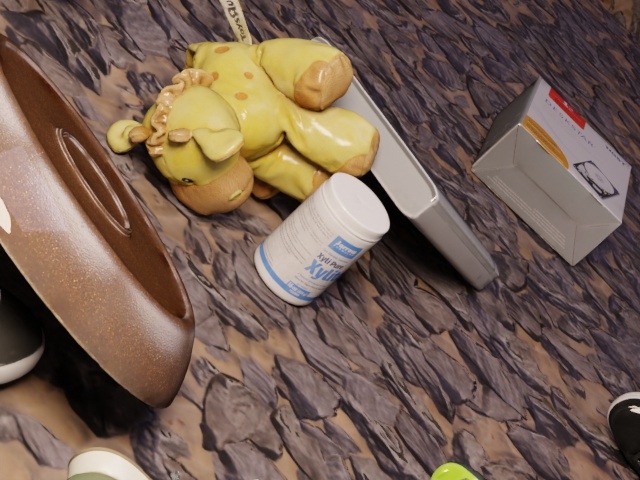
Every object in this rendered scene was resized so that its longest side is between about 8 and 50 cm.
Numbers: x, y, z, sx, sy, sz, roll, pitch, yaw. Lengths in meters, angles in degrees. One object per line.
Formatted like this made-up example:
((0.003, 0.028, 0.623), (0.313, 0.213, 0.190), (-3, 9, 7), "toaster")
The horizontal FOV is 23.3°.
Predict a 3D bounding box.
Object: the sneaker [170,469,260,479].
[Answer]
((-0.073, 0.175, 1.039), (0.069, 0.038, 0.098), (43, 24, -8), "sneaker")

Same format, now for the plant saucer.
((-0.170, -0.028, 1.049), (0.310, 0.050, 0.310), (57, 4, -6), "plant saucer")

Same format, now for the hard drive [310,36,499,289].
((0.083, -0.068, 1.544), (0.203, 0.040, 0.307), (55, 5, 21), "hard drive")

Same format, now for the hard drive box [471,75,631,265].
((0.301, -0.093, 1.995), (0.181, 0.089, 0.232), (44, 24, -5), "hard drive box")

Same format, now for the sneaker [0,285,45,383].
((-0.259, -0.015, 0.914), (0.296, 0.147, 0.104), (30, 26, -33), "sneaker")

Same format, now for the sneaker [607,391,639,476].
((0.372, 0.253, 1.570), (0.217, 0.079, 0.121), (47, 23, 1), "sneaker")

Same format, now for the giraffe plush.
((-0.078, -0.096, 1.340), (0.210, 0.181, 0.170), (53, 45, -8), "giraffe plush")

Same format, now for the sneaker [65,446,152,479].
((-0.088, 0.213, 0.936), (0.192, 0.064, 0.086), (40, 32, -12), "sneaker")

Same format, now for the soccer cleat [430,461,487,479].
((0.150, 0.254, 1.256), (0.179, 0.060, 0.072), (54, 15, 4), "soccer cleat")

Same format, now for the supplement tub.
((0.000, 0.000, 1.343), (0.071, 0.107, 0.071), (34, 30, -23), "supplement tub")
